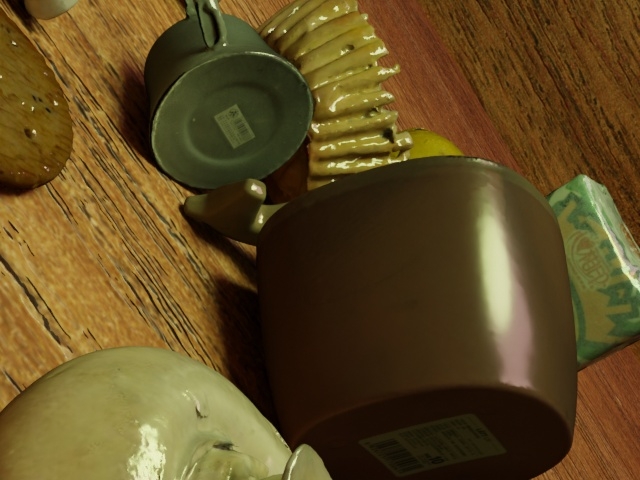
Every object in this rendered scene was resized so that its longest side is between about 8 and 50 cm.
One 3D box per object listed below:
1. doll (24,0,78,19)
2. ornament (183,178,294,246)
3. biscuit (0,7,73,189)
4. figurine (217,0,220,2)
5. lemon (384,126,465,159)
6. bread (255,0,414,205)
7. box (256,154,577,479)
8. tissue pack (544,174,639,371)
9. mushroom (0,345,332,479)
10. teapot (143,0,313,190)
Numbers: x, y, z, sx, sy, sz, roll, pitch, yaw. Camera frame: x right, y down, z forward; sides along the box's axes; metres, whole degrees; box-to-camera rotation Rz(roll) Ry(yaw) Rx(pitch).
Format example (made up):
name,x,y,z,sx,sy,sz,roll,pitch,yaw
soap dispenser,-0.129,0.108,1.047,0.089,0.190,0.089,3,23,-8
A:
name,x,y,z,sx,sy,sz,roll,pitch,yaw
doll,-0.311,-0.389,0.810,0.423,0.161,0.348,22,55,-53
ornament,0.000,0.000,0.988,0.230,0.244,0.061,75,15,-62
biscuit,-0.257,-0.120,0.723,0.188,0.027,0.188,48,24,-29
figurine,-0.164,-0.438,1.200,0.287,0.176,0.186,47,0,-21
lemon,0.136,-0.076,1.406,0.173,0.173,0.206,41,27,-41
bread,-0.010,-0.148,1.114,0.149,0.274,0.274,-10,64,-28
box,0.086,0.096,0.884,0.301,0.300,0.216,41,37,-41
tissue pack,0.302,0.085,1.363,0.128,0.310,0.228,10,51,-59
mushroom,-0.071,0.172,0.507,0.246,0.202,0.246,40,38,-41
teapot,-0.106,-0.164,0.971,0.239,0.162,0.149,82,-13,-46
